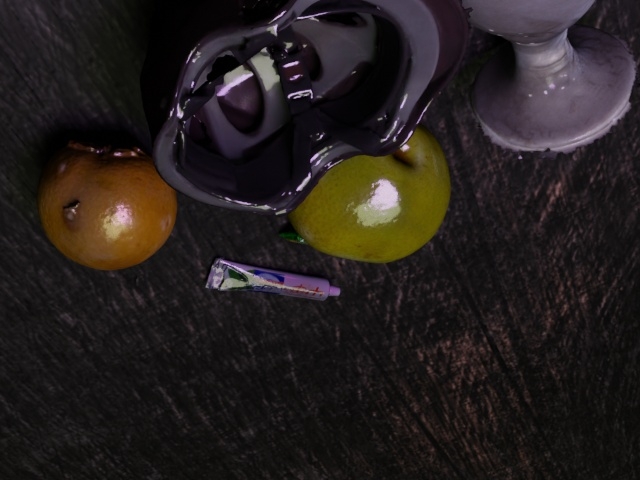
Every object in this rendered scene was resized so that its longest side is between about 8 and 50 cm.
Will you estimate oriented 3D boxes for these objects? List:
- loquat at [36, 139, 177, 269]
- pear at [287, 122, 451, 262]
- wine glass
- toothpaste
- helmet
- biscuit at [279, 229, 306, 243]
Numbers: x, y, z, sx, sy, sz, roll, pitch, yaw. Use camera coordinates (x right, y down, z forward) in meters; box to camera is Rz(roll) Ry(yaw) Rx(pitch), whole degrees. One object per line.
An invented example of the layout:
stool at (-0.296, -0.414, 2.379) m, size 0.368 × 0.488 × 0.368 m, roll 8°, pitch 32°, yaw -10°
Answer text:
loquat at (-0.215, -0.035, 1.052) m, size 0.141 × 0.141 × 0.141 m, roll -11°, pitch 137°, yaw -10°
pear at (0.036, -0.052, 1.127) m, size 0.180 × 0.166 × 0.216 m, roll -4°, pitch 168°, yaw -29°
wine glass at (0.183, -0.247, 0.948) m, size 0.191 × 0.190 × 0.357 m, roll -23°, pitch 141°, yaw 3°
toothpaste at (-0.054, 0.051, 1.277) m, size 0.170 × 0.028 × 0.045 m, roll 9°, pitch 124°, yaw -24°
helmet at (-0.030, -0.172, 0.947) m, size 0.305 × 0.177 × 0.225 m, roll -34°, pitch 141°, yaw 10°
biscuit at (0.000, 0.001, 1.236) m, size 0.089 × 0.046 × 0.016 m, roll 12°, pitch 88°, yaw -28°
